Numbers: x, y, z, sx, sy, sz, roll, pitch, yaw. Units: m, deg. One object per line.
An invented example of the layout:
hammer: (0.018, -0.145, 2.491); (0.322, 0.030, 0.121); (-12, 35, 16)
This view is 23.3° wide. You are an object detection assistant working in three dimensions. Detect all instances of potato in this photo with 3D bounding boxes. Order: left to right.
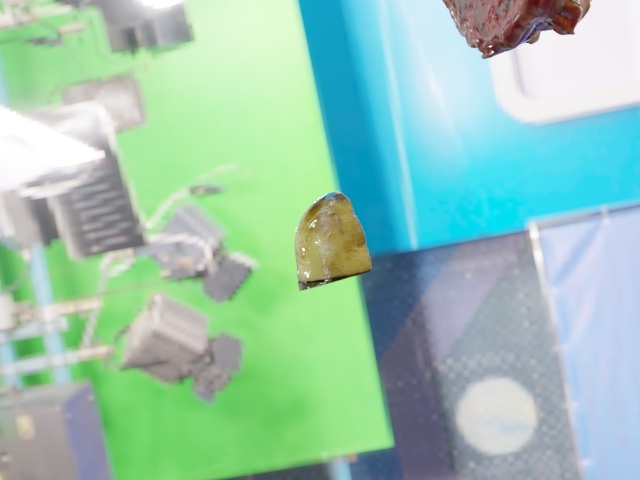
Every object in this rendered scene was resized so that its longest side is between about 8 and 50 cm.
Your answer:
potato: (0.000, 0.000, 1.791); (0.066, 0.096, 0.103); (-12, -93, -40)

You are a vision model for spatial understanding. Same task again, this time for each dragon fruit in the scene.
dragon fruit: (0.210, -0.257, 1.279); (0.317, 0.152, 0.205); (112, 156, -60)
